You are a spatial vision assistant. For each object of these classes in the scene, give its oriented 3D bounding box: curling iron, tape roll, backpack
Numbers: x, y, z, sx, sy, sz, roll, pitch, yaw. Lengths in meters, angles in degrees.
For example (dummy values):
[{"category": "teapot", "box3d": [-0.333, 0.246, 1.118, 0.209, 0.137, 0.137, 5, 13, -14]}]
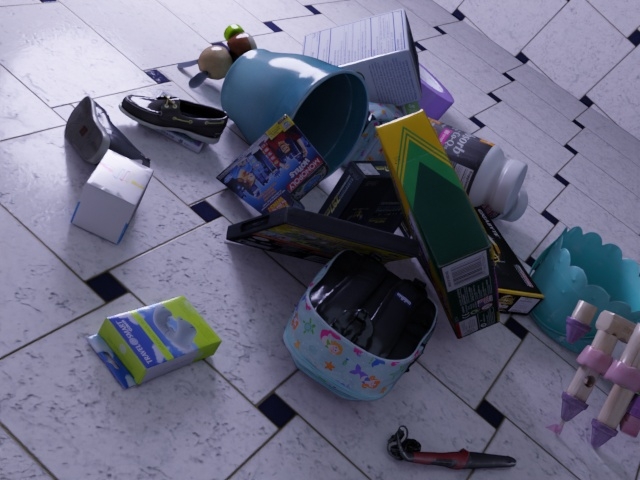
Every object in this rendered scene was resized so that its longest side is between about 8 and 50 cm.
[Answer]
[{"category": "curling iron", "box3d": [0.229, 0.359, 1.381, 0.274, 0.035, 0.068, 15, 36, -27]}, {"category": "tape roll", "box3d": [0.271, -0.474, 2.453, 0.275, 0.090, 0.274, 36, 22, -17]}, {"category": "backpack", "box3d": [0.136, -0.253, 2.010, 0.188, 0.165, 0.144, -16, 56, -48]}, {"category": "backpack", "box3d": [0.059, 0.152, 1.365, 0.225, 0.191, 0.253, 33, 24, 6]}]

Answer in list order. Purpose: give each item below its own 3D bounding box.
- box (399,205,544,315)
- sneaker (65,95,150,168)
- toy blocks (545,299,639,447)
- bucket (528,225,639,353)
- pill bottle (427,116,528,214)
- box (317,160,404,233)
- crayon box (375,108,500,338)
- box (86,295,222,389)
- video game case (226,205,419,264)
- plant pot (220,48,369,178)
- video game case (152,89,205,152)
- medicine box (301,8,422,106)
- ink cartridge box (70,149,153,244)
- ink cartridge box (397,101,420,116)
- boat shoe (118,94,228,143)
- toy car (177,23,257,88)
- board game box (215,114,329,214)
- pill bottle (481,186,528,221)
[{"category": "box", "box3d": [0.334, 0.026, 1.892, 0.257, 0.079, 0.322, 8, 40, -32]}, {"category": "sneaker", "box3d": [-0.404, -0.186, 1.548, 0.118, 0.083, 0.222, 33, 16, -42]}, {"category": "toy blocks", "box3d": [0.610, 0.302, 1.635, 0.289, 0.260, 0.309, 25, 2, -16]}, {"category": "bucket", "box3d": [0.621, 0.123, 1.911, 0.281, 0.183, 0.281, 23, 32, -15]}, {"category": "pill bottle", "box3d": [0.340, -0.176, 1.955, 0.279, 0.162, 0.162, 25, 29, 18]}, {"category": "box", "box3d": [0.112, -0.085, 1.743, 0.233, 0.183, 0.059, -4, 48, -46]}, {"category": "crayon box", "box3d": [0.230, -0.021, 1.570, 0.363, 0.106, 0.313, 63, 5, -60]}, {"category": "box", "box3d": [-0.249, 0.150, 1.239, 0.109, 0.042, 0.178, 46, 33, 21]}, {"category": "video game case", "box3d": [0.000, 0.000, 1.505, 0.275, 0.248, 0.035, 15, 76, -27]}, {"category": "plant pot", "box3d": [-0.074, -0.301, 1.821, 0.255, 0.271, 0.272, 35, 29, 30]}, {"category": "video game case", "box3d": [-0.306, -0.261, 1.773, 0.143, 0.019, 0.157, 28, 31, -9]}, {"category": "medicine box", "box3d": [0.103, -0.453, 2.122, 0.263, 0.290, 0.149, -86, 159, -52]}, {"category": "ink cartridge box", "box3d": [-0.356, -0.081, 1.413, 0.090, 0.092, 0.143, 25, 31, -11]}, {"category": "ink cartridge box", "box3d": [0.208, -0.325, 2.157, 0.062, 0.109, 0.209, 1, 68, -38]}, {"category": "boat shoe", "box3d": [-0.303, -0.268, 1.698, 0.228, 0.068, 0.081, 12, 37, -31]}, {"category": "toy car", "box3d": [-0.243, -0.417, 1.979, 0.189, 0.148, 0.155, -21, 51, -19]}, {"category": "board game box", "box3d": [-0.077, -0.113, 1.614, 0.194, 0.194, 0.060, 53, 9, 23]}, {"category": "pill bottle", "box3d": [0.425, -0.121, 2.129, 0.221, 0.121, 0.121, 15, 36, -28]}]
